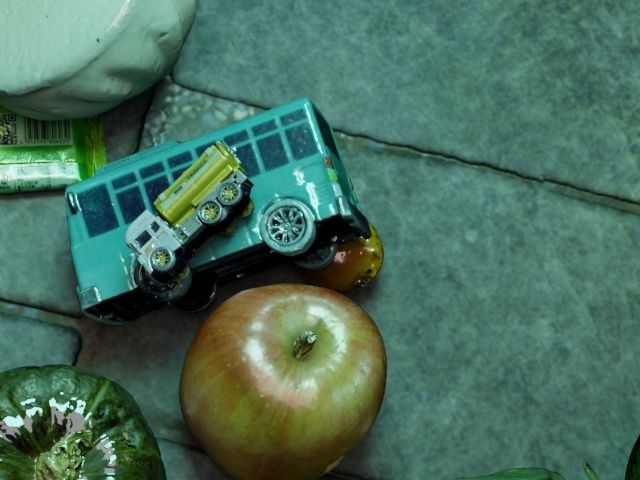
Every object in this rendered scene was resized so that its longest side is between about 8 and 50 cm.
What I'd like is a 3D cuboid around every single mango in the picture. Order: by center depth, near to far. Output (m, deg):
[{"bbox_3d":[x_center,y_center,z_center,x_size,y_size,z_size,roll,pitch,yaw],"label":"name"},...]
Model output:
[{"bbox_3d":[0.000,0.000,1.535,0.127,0.063,0.077,32,77,8],"label":"mango"}]

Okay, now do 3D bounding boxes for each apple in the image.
[{"bbox_3d":[-0.035,0.134,1.435,0.199,0.199,0.199,2,73,-7],"label":"apple"}]

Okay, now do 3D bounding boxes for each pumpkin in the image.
[{"bbox_3d":[-0.236,0.214,1.389,0.224,0.157,0.223,7,66,-16],"label":"pumpkin"}]

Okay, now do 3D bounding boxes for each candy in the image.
[{"bbox_3d":[-0.292,-0.086,1.538,0.178,0.032,0.102,-4,77,-10],"label":"candy"}]

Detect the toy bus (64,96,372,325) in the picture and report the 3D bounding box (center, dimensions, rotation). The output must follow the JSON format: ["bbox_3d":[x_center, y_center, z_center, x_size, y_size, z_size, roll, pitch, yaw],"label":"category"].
[{"bbox_3d":[-0.098,-0.023,1.460,0.256,0.128,0.147,-19,77,8],"label":"toy bus"}]

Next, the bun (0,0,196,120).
[{"bbox_3d":[-0.205,-0.214,1.523,0.263,0.175,0.263,-17,57,28],"label":"bun"}]

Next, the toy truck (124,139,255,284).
[{"bbox_3d":[-0.109,-0.023,1.371,0.123,0.052,0.063,-44,72,0],"label":"toy truck"}]

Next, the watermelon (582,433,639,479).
[{"bbox_3d":[0.358,0.221,1.445,0.215,0.188,0.188,-7,74,-25],"label":"watermelon"}]

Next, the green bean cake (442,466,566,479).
[{"bbox_3d":[0.104,0.265,1.381,0.223,0.227,0.124,-4,76,-8],"label":"green bean cake"}]
